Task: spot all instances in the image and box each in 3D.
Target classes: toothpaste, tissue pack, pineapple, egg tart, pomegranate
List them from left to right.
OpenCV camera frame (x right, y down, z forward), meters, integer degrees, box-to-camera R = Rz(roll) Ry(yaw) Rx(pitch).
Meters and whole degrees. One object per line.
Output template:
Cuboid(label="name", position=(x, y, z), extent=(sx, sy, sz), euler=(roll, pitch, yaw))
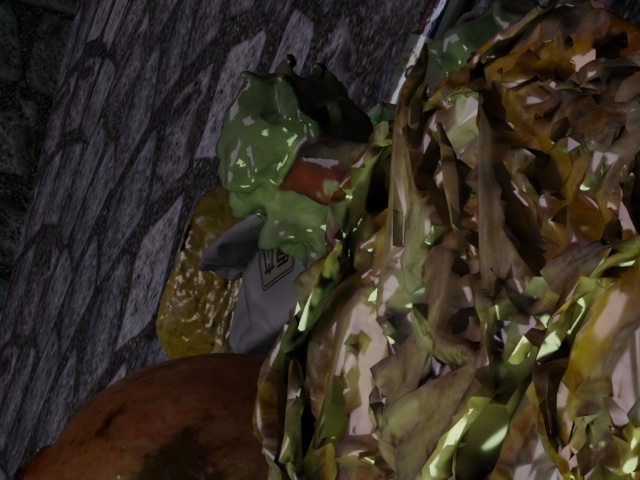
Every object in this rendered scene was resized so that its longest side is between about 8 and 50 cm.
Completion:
Cuboid(label="pomegranate", position=(-0.085, 0.231, 1.088), extent=(0.322, 0.322, 0.322), euler=(-161, 90, -72))
Cuboid(label="egg tart", position=(-0.110, 0.039, 1.653), extent=(0.232, 0.098, 0.252), euler=(-90, 22, -54))
Cuboid(label="tissue pack", position=(0.000, 0.000, 1.268), extent=(0.229, 0.145, 0.159), euler=(-35, 39, 61))
Cuboid(label="toothpaste", position=(0.094, -0.171, 1.350), extent=(0.233, 0.038, 0.060), euler=(-68, 21, 1))
Cuboid(label="pineapple", position=(0.151, 0.071, 0.526), extent=(0.352, 0.300, 0.352), euler=(-46, 33, 42))

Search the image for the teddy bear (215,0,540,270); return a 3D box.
Cuboid(label="teddy bear", position=(0.107, 0.017, 0.848), extent=(0.367, 0.224, 0.357), euler=(-39, 49, 54))
